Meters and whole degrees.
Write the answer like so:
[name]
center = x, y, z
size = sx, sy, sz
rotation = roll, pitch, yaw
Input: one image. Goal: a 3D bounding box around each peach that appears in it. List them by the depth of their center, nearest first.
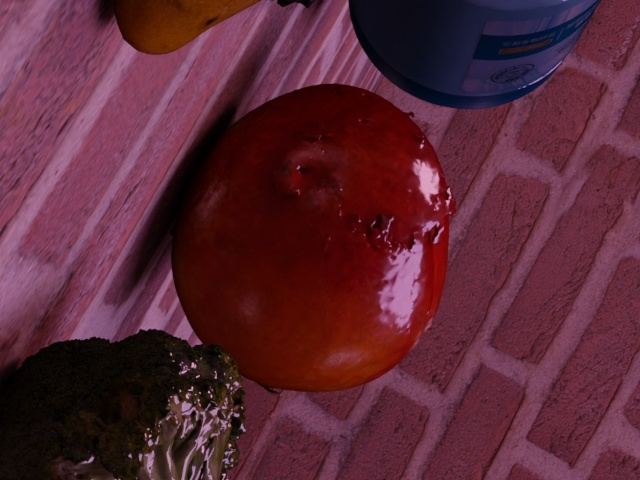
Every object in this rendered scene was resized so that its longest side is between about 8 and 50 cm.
[peach]
center = 0.000, 0.000, 1.454
size = 0.370, 0.370, 0.370
rotation = -61, 177, -5

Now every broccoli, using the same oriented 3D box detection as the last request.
[broccoli]
center = -0.186, 0.224, 1.079
size = 0.304, 0.283, 0.321
rotation = -30, 167, -1

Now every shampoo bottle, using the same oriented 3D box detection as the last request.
[shampoo bottle]
center = 0.208, -0.377, 1.560
size = 0.331, 0.331, 0.342
rotation = -60, 176, -13

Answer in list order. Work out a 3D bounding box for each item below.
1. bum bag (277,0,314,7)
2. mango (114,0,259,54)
[bum bag]
center = -0.008, -0.291, 1.244
size = 0.123, 0.060, 0.248
rotation = -62, 178, 8
[mango]
center = -0.038, -0.229, 0.806
size = 0.262, 0.109, 0.157
rotation = -59, -179, -1
